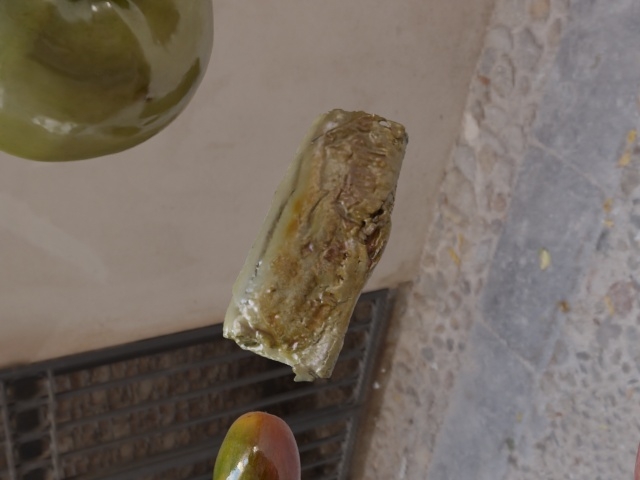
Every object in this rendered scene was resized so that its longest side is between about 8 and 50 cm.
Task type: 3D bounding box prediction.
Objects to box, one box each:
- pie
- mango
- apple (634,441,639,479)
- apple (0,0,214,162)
[{"bbox_3d":[0.000,0.000,0.817,0.068,0.128,0.283,90,-160,-68],"label":"pie"},{"bbox_3d":[-0.103,0.412,1.274,0.129,0.146,0.289,6,88,32],"label":"mango"},{"bbox_3d":[0.405,0.200,0.554,0.269,0.344,0.345,-100,11,-66],"label":"apple"},{"bbox_3d":[-0.213,-0.186,0.643,0.262,0.262,0.262,33,128,57],"label":"apple"}]
